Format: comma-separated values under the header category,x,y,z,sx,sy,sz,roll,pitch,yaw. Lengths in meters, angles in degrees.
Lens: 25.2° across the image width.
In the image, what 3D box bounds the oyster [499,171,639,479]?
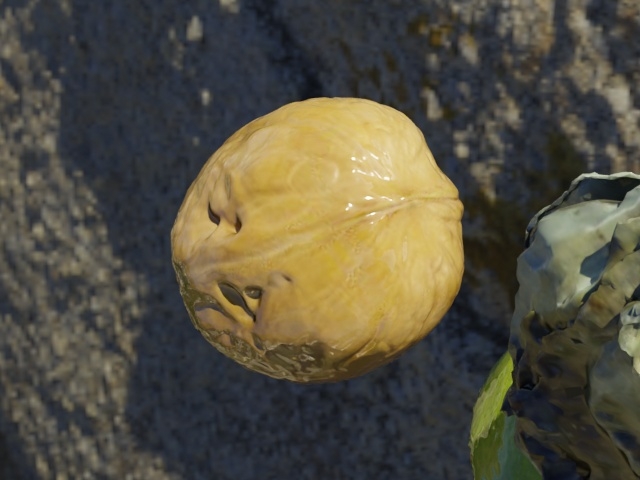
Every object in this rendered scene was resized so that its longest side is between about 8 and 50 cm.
category,x,y,z,sx,sy,sz,roll,pitch,yaw
oyster,0.168,0.031,0.352,0.268,0.112,0.198,-5,121,40

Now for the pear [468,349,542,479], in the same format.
category,x,y,z,sx,sy,sz,roll,pitch,yaw
pear,0.241,0.177,1.021,0.139,0.288,0.239,91,-163,-54

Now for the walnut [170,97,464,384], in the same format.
category,x,y,z,sx,sy,sz,roll,pitch,yaw
walnut,0.000,0.000,0.984,0.226,0.193,0.193,-34,65,51
